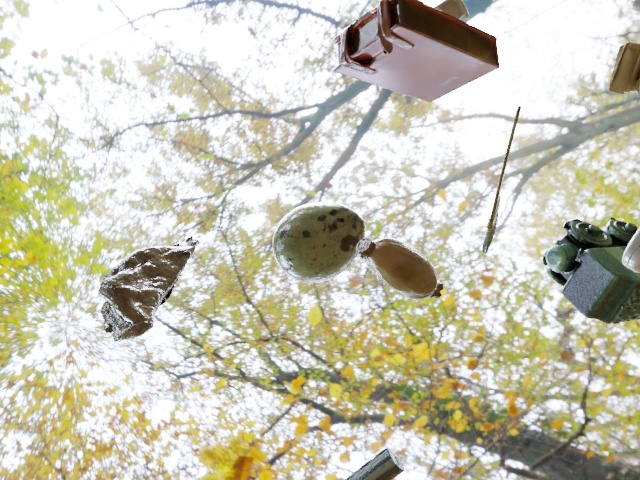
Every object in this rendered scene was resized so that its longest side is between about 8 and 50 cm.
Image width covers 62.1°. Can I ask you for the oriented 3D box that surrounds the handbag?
[{"bbox_3d":[0.123,-0.244,0.695,0.190,0.127,0.062,6,-103,-36],"label":"handbag"}]

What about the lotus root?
[{"bbox_3d":[0.114,0.039,0.716,0.150,0.073,0.062,32,-92,-23],"label":"lotus root"}]

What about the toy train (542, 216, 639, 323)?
[{"bbox_3d":[0.656,0.068,1.187,0.299,0.238,0.166,-3,-52,-22],"label":"toy train"}]

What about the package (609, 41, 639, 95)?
[{"bbox_3d":[0.461,-0.254,0.788,0.131,0.047,0.071,-31,-48,-59],"label":"package"}]

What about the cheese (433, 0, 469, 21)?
[{"bbox_3d":[0.139,-0.321,0.845,0.043,0.194,0.065,66,-155,-5],"label":"cheese"}]

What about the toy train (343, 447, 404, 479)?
[{"bbox_3d":[0.062,0.528,1.101,0.252,0.048,0.055,-41,-51,8],"label":"toy train"}]

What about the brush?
[{"bbox_3d":[0.252,-0.086,0.735,0.083,0.011,0.205,-48,-33,-51],"label":"brush"}]

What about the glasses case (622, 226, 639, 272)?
[{"bbox_3d":[0.536,-0.036,0.800,0.081,0.051,0.204,12,-63,-41],"label":"glasses case"}]

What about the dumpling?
[{"bbox_3d":[-0.349,0.072,1.005,0.166,0.332,0.085,-10,-65,11],"label":"dumpling"}]

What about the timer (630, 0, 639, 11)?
[{"bbox_3d":[0.465,-0.423,0.713,0.266,0.175,0.175,5,-102,-55],"label":"timer"}]

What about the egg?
[{"bbox_3d":[0.000,0.000,1.167,0.177,0.228,0.176,33,-134,-42],"label":"egg"}]
